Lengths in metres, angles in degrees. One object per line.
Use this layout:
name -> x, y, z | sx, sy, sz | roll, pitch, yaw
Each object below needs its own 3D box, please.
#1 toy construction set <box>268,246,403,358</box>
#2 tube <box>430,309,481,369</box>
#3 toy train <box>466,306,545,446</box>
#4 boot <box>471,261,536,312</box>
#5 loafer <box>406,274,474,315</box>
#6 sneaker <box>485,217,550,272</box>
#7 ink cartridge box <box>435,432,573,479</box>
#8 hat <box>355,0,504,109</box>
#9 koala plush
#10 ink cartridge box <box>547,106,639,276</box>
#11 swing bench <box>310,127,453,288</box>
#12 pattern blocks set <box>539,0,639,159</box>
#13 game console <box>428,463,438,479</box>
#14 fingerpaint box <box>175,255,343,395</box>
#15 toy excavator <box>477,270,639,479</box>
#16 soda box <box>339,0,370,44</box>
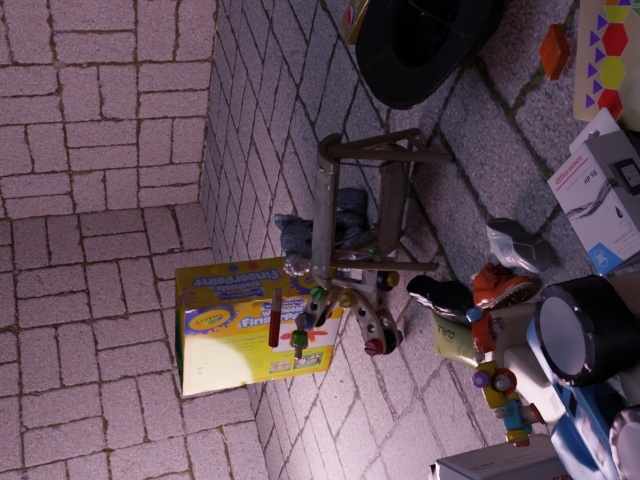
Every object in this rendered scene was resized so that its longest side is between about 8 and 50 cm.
toy construction set -> 0.038, 0.118, 1.508 | 0.257, 0.308, 0.237 | 31, 121, 56
tube -> 0.257, 0.193, 1.242 | 0.070, 0.062, 0.240 | -56, 14, -6
toy train -> 0.227, 0.163, 0.810 | 0.166, 0.046, 0.125 | 60, -152, -13
boot -> 0.292, 0.071, 1.103 | 0.158, 0.059, 0.085 | 132, 133, -66
loafer -> 0.238, 0.113, 1.288 | 0.061, 0.062, 0.170 | 49, 168, -28
sneaker -> 0.309, 0.018, 1.051 | 0.152, 0.053, 0.061 | -121, 21, -62
ink cartridge box -> 0.297, 0.447, 0.985 | 0.117, 0.207, 0.283 | 174, 90, -69
hat -> 0.202, -0.365, 1.091 | 0.331, 0.134, 0.331 | -13, 74, 54
koala plush -> 0.000, 0.000, 1.651 | 0.203, 0.221, 0.196 | 120, 139, -60
ink cartridge box -> 0.348, -0.060, 0.829 | 0.104, 0.060, 0.180 | 107, 143, -65
swing bench -> 0.095, -0.068, 1.309 | 0.165, 0.254, 0.253 | -126, 35, -55
pattern blocks set -> 0.367, -0.229, 0.813 | 0.285, 0.026, 0.325 | -130, 34, -56
game console -> 0.275, 0.648, 1.364 | 0.213, 0.044, 0.361 | -136, 42, -61
fingerpaint box -> -0.180, 0.231, 1.904 | 0.163, 0.444, 0.371 | -114, 25, -42
toy excavator -> 0.338, 0.180, 0.823 | 0.445, 0.222, 0.433 | 93, 162, -49
soda box -> 0.100, -0.496, 1.439 | 0.181, 0.061, 0.058 | 129, 131, -64
